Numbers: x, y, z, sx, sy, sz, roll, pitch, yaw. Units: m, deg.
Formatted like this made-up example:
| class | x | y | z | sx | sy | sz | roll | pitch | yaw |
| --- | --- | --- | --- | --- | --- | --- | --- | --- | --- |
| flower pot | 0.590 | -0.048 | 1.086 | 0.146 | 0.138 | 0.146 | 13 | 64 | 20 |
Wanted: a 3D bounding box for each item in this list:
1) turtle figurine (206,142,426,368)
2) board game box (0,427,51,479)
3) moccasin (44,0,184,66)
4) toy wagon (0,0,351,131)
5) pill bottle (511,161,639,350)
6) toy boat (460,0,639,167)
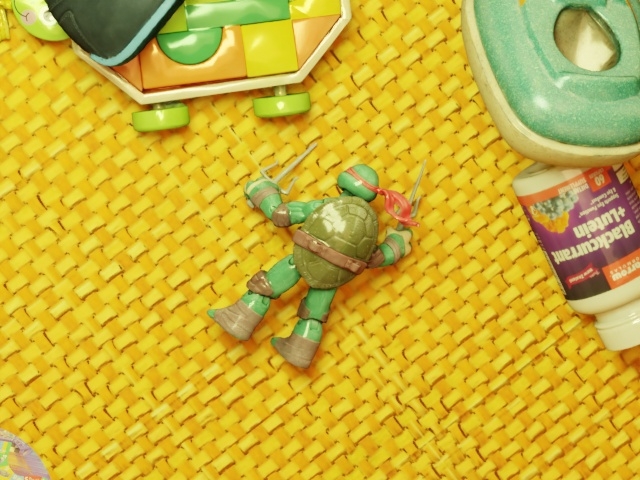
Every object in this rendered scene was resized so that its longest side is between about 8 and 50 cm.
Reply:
| class | x | y | z | sx | sy | sz | roll | pitch | yaw |
| --- | --- | --- | --- | --- | --- | --- | --- | --- | --- |
| turtle figurine | 0.000 | 0.000 | 1.794 | 0.175 | 0.118 | 0.234 | 30 | 96 | -9 |
| board game box | -0.340 | 0.264 | 1.810 | 0.169 | 0.033 | 0.133 | -30 | 97 | -3 |
| moccasin | -0.117 | -0.312 | 1.670 | 0.117 | 0.138 | 0.342 | 40 | 89 | -4 |
| toy wagon | -0.148 | -0.238 | 1.773 | 0.344 | 0.068 | 0.267 | -8 | 95 | -7 |
| pill bottle | 0.273 | 0.005 | 1.825 | 0.108 | 0.108 | 0.193 | -27 | 97 | -4 |
| toy boat | 0.290 | -0.198 | 1.766 | 0.318 | 0.148 | 0.267 | -2 | 59 | -21 |
